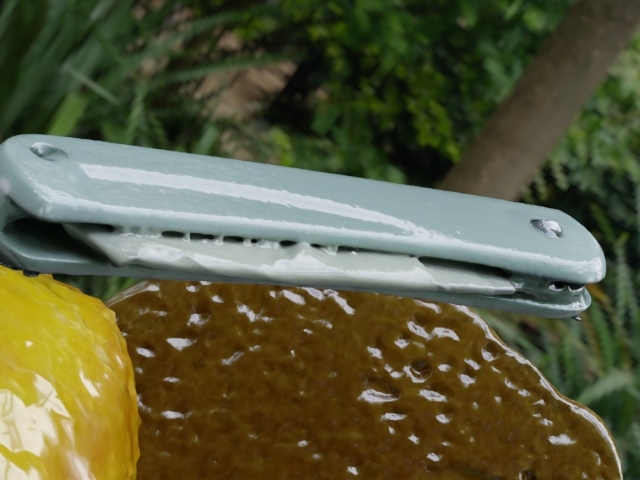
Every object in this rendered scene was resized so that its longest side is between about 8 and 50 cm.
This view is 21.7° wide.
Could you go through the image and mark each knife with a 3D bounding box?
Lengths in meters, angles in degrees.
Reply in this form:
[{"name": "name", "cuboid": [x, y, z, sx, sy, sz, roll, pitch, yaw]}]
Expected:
[{"name": "knife", "cuboid": [0.000, 0.000, 0.387, 0.162, 0.023, 0.044, 7, 24, -30]}]

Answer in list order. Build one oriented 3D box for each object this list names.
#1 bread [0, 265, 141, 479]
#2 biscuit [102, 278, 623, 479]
[{"name": "bread", "cuboid": [-0.241, 0.166, 0.681, 0.250, 0.394, 0.361, 40, 26, -14]}, {"name": "biscuit", "cuboid": [0.003, 0.167, 1.074, 0.381, 0.359, 0.074, 2, -11, -6]}]
